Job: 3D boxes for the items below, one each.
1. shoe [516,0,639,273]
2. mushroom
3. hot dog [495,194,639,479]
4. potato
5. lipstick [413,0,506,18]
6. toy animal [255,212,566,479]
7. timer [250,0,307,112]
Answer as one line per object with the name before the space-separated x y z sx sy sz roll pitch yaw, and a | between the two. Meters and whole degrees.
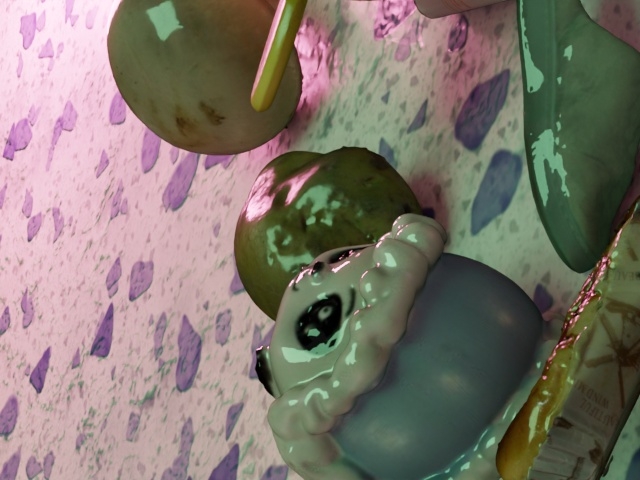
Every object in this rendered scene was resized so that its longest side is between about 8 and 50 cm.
shoe | 0.195 -0.102 1.434 0.100 0.103 0.251 -11 76 12
mushroom | -0.095 -0.195 1.924 0.207 0.207 0.215 -32 16 52
hot dog | 0.188 0.064 1.297 0.252 0.069 0.131 -61 -13 -21
potato | 0.004 0.002 1.677 0.154 0.137 0.200 -50 23 -18
lipstick | 0.130 -0.211 1.642 0.141 0.040 0.040 -6 72 60
toy animal | 0.071 0.080 1.415 0.156 0.204 0.208 -44 10 42
timer | 0.015 -0.327 1.594 0.376 0.376 0.387 -106 31 -44
